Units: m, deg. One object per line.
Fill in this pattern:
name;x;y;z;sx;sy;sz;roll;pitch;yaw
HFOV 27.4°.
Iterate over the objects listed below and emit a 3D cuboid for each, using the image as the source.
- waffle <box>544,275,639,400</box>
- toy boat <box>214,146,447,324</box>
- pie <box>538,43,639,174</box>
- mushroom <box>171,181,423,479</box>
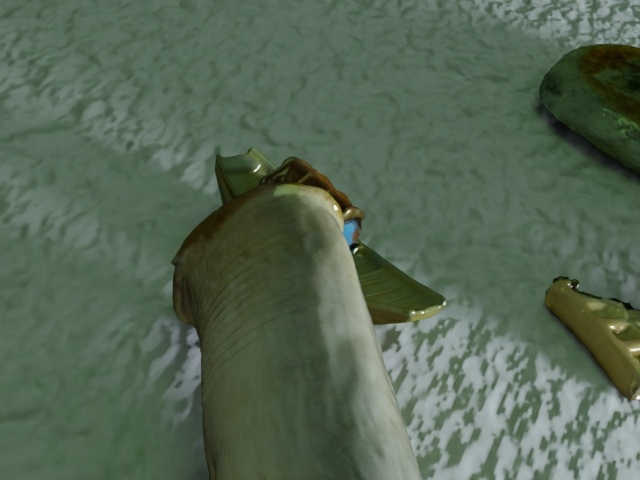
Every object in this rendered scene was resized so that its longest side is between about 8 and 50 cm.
waffle;0.223;0.054;0.810;0.153;0.023;0.097;-3;39;-26
toy boat;0.000;0.000;0.751;0.065;0.066;0.172;-12;43;-42
pie;0.267;-0.102;1.048;0.187;0.041;0.187;13;32;-8
mushroom;-0.002;0.090;0.561;0.095;0.122;0.351;18;24;-25
